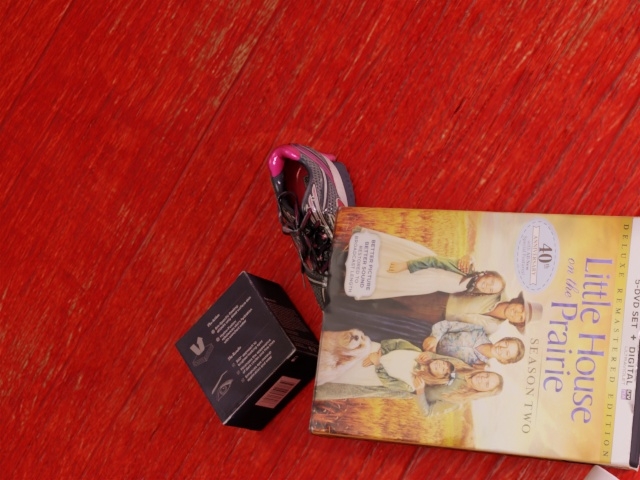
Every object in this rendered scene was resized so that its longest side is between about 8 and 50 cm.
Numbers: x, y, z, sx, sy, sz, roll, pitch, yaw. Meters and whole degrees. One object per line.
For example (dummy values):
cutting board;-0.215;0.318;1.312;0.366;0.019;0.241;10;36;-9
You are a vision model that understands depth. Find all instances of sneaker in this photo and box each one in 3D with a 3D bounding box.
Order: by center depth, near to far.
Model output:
sneaker;0.000;0.000;2.070;0.121;0.112;0.299;-36;60;22

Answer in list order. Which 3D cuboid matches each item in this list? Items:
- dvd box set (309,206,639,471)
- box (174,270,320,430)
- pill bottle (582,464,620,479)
dvd box set;0.201;0.115;1.875;0.421;0.062;0.307;3;80;26
box;-0.097;0.157;2.105;0.156;0.093;0.158;-46;57;16
pill bottle;0.292;0.381;1.729;0.131;0.131;0.229;36;86;37
